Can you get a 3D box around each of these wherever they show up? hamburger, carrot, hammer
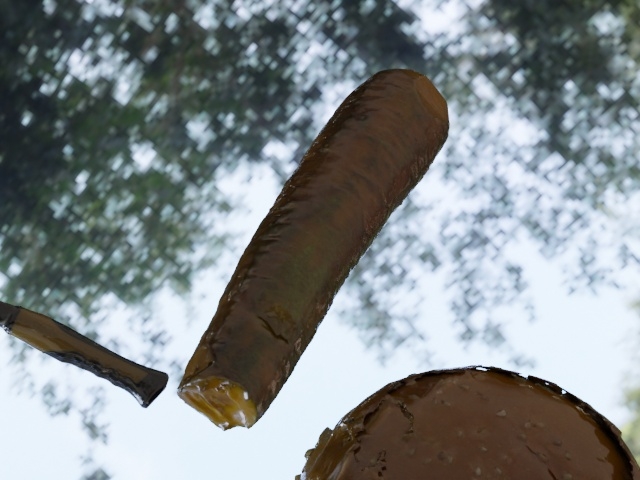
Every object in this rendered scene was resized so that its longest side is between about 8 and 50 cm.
[{"bbox_3d":[0.079,0.211,1.056,0.245,0.211,0.260,5,-137,-14],"label":"hamburger"},{"bbox_3d":[0.000,0.000,0.576,0.042,0.042,0.171,38,-132,-7],"label":"carrot"},{"bbox_3d":[-0.190,0.052,1.094,0.201,0.021,0.078,26,-117,-9],"label":"hammer"}]
